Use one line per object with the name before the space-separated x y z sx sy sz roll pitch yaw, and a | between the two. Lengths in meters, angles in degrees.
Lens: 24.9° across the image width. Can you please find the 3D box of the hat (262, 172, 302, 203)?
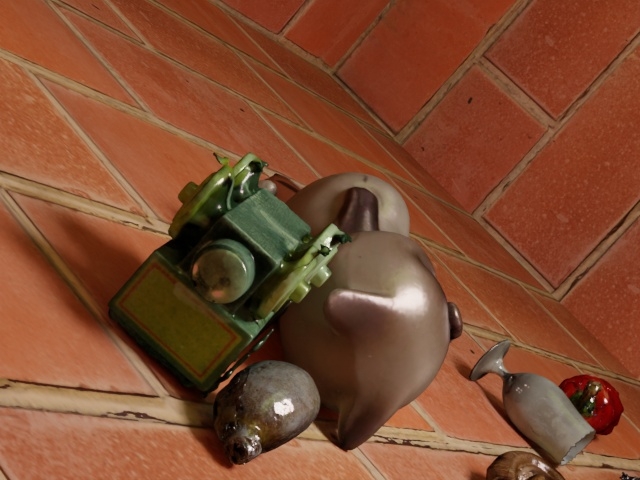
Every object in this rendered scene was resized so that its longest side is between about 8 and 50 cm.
hat | 0.000 0.000 2.136 0.226 0.164 0.219 3 -10 29

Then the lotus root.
lotus root | -0.053 0.155 1.331 0.088 0.088 0.165 43 21 8

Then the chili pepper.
chili pepper | 0.485 0.296 2.596 0.110 0.110 0.387 46 6 19

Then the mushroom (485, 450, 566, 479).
mushroom | 0.259 0.318 1.780 0.135 0.080 0.170 33 7 23

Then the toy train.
toy train | -0.089 0.028 1.412 0.159 0.188 0.271 41 13 0

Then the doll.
doll | 0.040 0.060 1.675 0.226 0.215 0.370 -7 25 -15

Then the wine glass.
wine glass | 0.330 0.253 2.236 0.202 0.093 0.093 44 11 24

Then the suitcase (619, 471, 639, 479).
suitcase | 0.494 0.412 2.193 0.126 0.086 0.059 35 -14 -31
